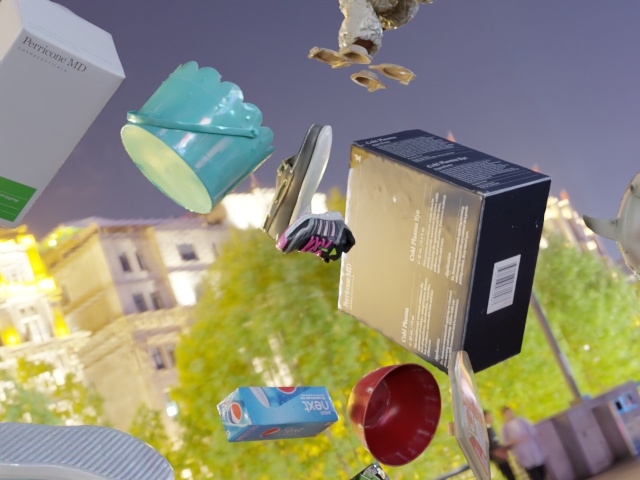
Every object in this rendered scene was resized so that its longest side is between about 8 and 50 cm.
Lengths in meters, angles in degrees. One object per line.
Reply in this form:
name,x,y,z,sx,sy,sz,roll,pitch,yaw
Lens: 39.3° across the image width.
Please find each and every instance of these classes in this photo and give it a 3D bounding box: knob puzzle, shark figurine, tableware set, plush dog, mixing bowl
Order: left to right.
tableware set,0.067,-0.287,1.482,0.169,0.020,0.141,21,-9,-28
plush dog,0.127,-0.500,1.832,0.262,0.210,0.225,-40,-15,12
mixing bowl,0.114,0.295,1.572,0.181,0.181,0.098,-12,13,-37
knob puzzle,0.203,0.242,1.271,0.030,0.213,0.213,-14,-11,17
shark figurine,0.569,-0.078,1.540,0.116,0.166,0.278,-24,-42,-58

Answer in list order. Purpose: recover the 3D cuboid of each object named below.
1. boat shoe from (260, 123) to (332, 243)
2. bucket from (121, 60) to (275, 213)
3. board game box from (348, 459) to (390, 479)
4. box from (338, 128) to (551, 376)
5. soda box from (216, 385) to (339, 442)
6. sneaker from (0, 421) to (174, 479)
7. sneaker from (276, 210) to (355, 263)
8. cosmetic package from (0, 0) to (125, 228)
boat shoe,-0.054,-0.120,1.899,0.109,0.091,0.305,-47,-20,-54
bucket,-0.252,-0.201,1.799,0.183,0.281,0.281,-50,-3,-23
board game box,0.110,0.486,1.383,0.136,0.259,0.030,-41,-14,19
box,0.206,0.013,1.582,0.179,0.312,0.343,-15,-59,-38
soda box,-0.070,0.295,1.532,0.210,0.071,0.067,10,-42,-46
sneaker,-0.449,0.417,1.585,0.366,0.135,0.150,17,-60,-22
sneaker,0.000,0.000,1.407,0.063,0.075,0.170,-51,-20,28
cosmetic package,-0.516,-0.218,1.510,0.197,0.155,0.365,22,-59,-39
